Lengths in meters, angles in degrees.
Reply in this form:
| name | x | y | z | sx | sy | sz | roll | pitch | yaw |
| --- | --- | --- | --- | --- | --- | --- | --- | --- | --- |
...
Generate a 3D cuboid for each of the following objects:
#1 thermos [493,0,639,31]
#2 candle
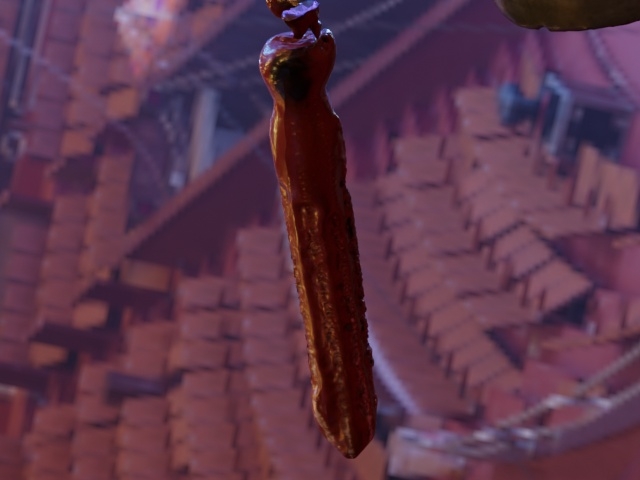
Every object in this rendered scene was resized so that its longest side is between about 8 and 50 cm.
| name | x | y | z | sx | sy | sz | roll | pitch | yaw |
| --- | --- | --- | --- | --- | --- | --- | --- | --- | --- |
| thermos | 0.035 | -0.140 | 0.402 | 0.073 | 0.083 | 0.187 | -92 | -20 | -59 |
| candle | 0.000 | 0.000 | 1.214 | 0.048 | 0.051 | 0.329 | 20 | 129 | 41 |
